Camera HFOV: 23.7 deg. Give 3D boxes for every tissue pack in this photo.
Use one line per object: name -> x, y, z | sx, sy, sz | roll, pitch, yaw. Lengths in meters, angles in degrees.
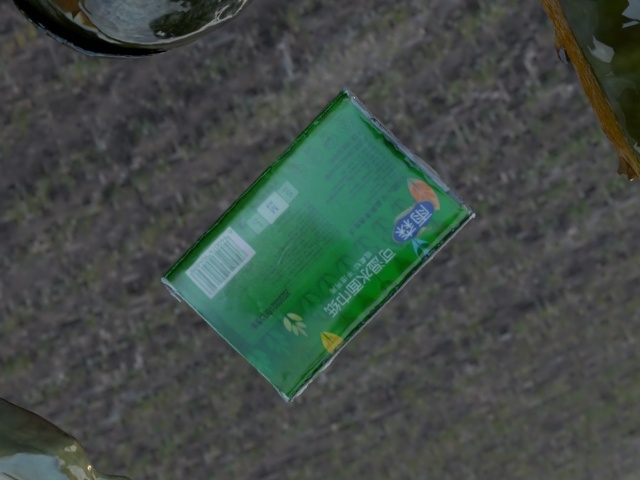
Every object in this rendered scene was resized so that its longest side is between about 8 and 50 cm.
tissue pack -> 0.002, 0.000, 1.236 | 0.209, 0.148, 0.156 | -46, 180, 5

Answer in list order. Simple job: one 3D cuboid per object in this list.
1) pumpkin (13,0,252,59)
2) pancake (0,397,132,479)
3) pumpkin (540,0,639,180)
pumpkin -> -0.153, -0.297, 1.137 | 0.192, 0.320, 0.320 | -25, 158, -29
pancake -> -0.088, 0.143, 0.623 | 0.236, 0.042, 0.222 | 43, 145, -24
pumpkin -> 0.193, -0.169, 0.623 | 0.256, 0.303, 0.225 | -29, 112, 11
